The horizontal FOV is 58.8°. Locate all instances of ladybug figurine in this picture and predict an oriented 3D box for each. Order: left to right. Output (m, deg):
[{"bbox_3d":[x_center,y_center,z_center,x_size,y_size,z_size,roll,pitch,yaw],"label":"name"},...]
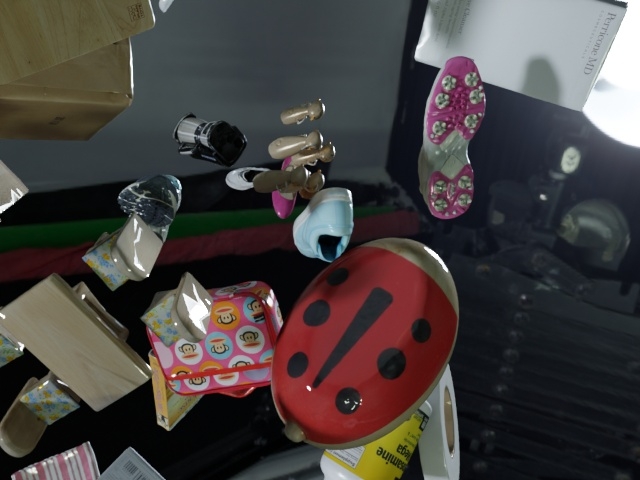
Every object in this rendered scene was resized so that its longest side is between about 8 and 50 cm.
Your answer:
[{"bbox_3d":[0.082,0.167,1.028,0.305,0.162,0.449,29,-113,17],"label":"ladybug figurine"}]

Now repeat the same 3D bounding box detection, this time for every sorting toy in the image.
[{"bbox_3d":[-0.385,-0.386,0.769,0.089,0.257,0.255,33,-126,32],"label":"sorting toy"}]

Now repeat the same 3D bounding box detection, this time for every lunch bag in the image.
[{"bbox_3d":[-0.221,0.237,1.276,0.293,0.258,0.120,-12,-165,13],"label":"lunch bag"}]

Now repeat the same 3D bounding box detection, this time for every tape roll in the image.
[{"bbox_3d":[0.350,0.536,1.679,0.072,0.392,0.392,-7,-160,17],"label":"tape roll"}]

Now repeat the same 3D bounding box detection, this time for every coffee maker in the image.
[{"bbox_3d":[-0.290,-0.271,1.571,0.178,0.120,0.171,21,-176,42],"label":"coffee maker"}]

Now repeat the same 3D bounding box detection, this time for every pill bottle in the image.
[{"bbox_3d":[0.119,0.510,1.381,0.188,0.188,0.334,21,-109,31],"label":"pill bottle"}]

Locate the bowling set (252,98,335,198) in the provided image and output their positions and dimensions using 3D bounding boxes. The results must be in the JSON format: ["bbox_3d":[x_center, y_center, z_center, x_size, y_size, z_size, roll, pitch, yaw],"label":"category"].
[{"bbox_3d":[-0.025,-0.195,1.418,0.154,0.200,0.287,-5,-123,37],"label":"bowling set"}]

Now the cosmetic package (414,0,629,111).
[{"bbox_3d":[0.425,-0.448,1.225,0.385,0.217,0.156,23,-147,20],"label":"cosmetic package"}]

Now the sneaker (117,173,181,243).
[{"bbox_3d":[-0.335,-0.092,1.151,0.110,0.122,0.283,26,158,-13],"label":"sneaker"}]

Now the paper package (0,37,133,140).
[{"bbox_3d":[-0.564,-0.309,1.094,0.309,0.168,0.324,-5,180,-36],"label":"paper package"}]

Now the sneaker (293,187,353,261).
[{"bbox_3d":[0.000,0.000,1.531,0.135,0.366,0.150,2,-113,-8],"label":"sneaker"}]

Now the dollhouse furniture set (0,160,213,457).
[{"bbox_3d":[-0.420,0.110,0.803,0.362,0.394,0.256,-33,-158,10],"label":"dollhouse furniture set"}]

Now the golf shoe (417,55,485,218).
[{"bbox_3d":[0.238,-0.202,1.112,0.115,0.306,0.140,0,-160,-11],"label":"golf shoe"}]

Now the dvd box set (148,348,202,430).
[{"bbox_3d":[-0.427,0.406,1.882,0.062,0.420,0.307,29,-134,18],"label":"dvd box set"}]

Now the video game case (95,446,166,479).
[{"bbox_3d":[-0.260,0.424,0.767,0.212,0.023,0.193,34,-122,18],"label":"video game case"}]

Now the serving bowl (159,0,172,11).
[{"bbox_3d":[-0.439,-0.698,1.627,0.027,0.083,0.083,34,-162,-18],"label":"serving bowl"}]

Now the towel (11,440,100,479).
[{"bbox_3d":[-0.677,0.630,1.472,0.197,0.144,0.029,-19,169,-21],"label":"towel"}]

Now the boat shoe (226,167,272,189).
[{"bbox_3d":[-0.197,-0.175,1.575,0.184,0.066,0.063,11,172,31],"label":"boat shoe"}]

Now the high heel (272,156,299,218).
[{"bbox_3d":[-0.095,-0.195,1.869,0.082,0.117,0.244,22,-119,-19],"label":"high heel"}]
